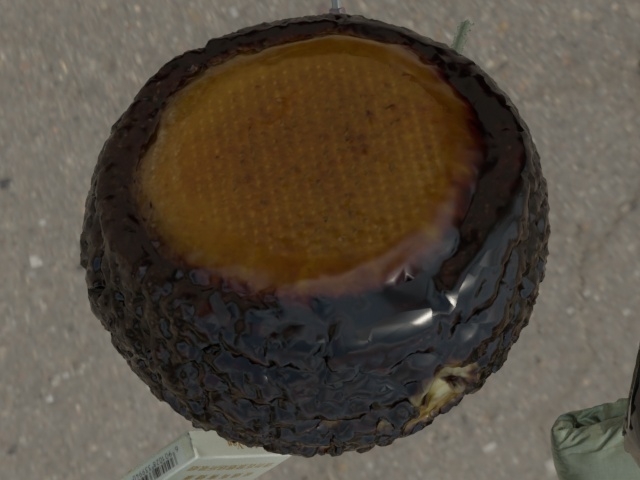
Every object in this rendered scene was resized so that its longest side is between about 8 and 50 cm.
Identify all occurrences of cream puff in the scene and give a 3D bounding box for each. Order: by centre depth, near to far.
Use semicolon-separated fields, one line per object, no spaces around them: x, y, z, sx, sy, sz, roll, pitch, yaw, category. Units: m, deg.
0.000;0.000;0.786;0.239;0.239;0.165;-17;143;-7;cream puff

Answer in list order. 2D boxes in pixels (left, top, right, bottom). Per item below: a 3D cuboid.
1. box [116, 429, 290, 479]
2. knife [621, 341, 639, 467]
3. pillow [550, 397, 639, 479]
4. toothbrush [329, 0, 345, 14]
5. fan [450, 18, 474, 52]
-0.105;0.170;1.039;0.090;0.024;0.167;6;146;-47;box
0.135;-0.091;0.417;0.043;0.089;0.365;5;104;-23;knife
0.258;0.206;1.203;0.134;0.078;0.181;-12;94;23;pillow
0.017;-0.206;1.509;0.017;0.014;0.194;-35;123;-50;toothbrush
0.077;-0.053;1.257;0.191;0.329;0.009;-2;145;32;fan
